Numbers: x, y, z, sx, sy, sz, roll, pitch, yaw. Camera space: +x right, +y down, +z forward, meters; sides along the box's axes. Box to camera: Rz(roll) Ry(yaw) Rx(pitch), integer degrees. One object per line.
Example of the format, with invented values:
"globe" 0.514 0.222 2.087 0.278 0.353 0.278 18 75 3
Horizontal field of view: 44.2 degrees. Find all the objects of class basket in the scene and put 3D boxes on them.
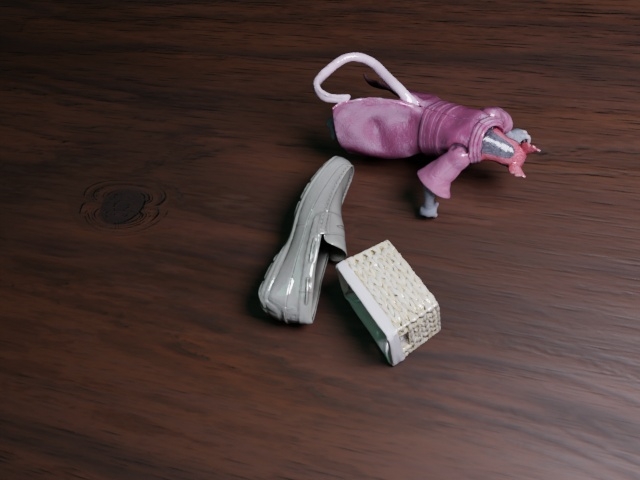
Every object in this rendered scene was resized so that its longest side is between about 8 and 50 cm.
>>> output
"basket" 0.114 0.098 1.294 0.103 0.113 0.167 -29 57 -8

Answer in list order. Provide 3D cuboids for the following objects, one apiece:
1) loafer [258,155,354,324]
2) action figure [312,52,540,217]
"loafer" 0.000 0.000 1.389 0.111 0.112 0.319 17 73 18
"action figure" 0.212 -0.206 1.369 0.370 0.275 0.248 20 60 39
